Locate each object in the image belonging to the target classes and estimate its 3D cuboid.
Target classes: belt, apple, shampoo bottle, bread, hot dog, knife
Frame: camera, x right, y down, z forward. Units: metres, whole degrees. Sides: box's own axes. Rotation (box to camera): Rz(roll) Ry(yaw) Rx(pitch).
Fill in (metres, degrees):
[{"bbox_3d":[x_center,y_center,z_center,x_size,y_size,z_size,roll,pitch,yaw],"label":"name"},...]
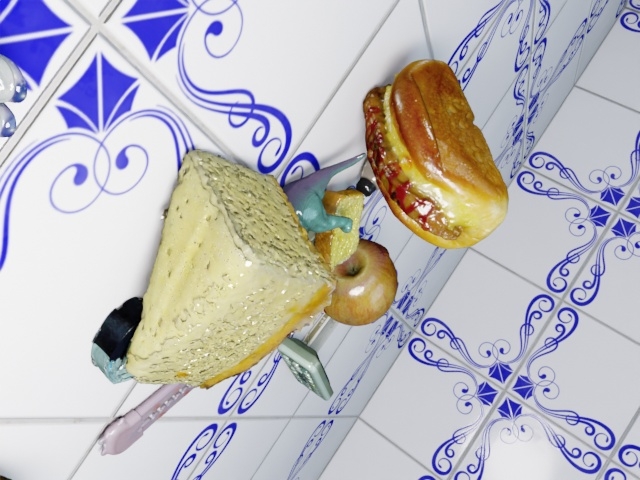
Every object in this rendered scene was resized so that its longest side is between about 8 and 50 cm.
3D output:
[{"bbox_3d":[-0.297,0.158,0.933,0.140,0.058,0.105,-61,154,10],"label":"belt"},{"bbox_3d":[0.084,0.101,1.453,0.211,0.211,0.188,-49,148,-21],"label":"apple"},{"bbox_3d":[0.170,-0.205,1.393,0.257,0.078,0.127,-53,162,-19],"label":"shampoo bottle"},{"bbox_3d":[-0.169,0.051,0.937,0.315,0.279,0.248,-32,156,24],"label":"bread"},{"bbox_3d":[0.202,-0.182,1.182,0.223,0.405,0.185,4,148,-36],"label":"hot dog"},{"bbox_3d":[0.038,-0.028,1.296,0.103,0.065,0.187,-28,130,-42],"label":"bread"},{"bbox_3d":[-0.269,0.289,1.188,0.398,0.038,0.132,-37,147,-40],"label":"knife"}]

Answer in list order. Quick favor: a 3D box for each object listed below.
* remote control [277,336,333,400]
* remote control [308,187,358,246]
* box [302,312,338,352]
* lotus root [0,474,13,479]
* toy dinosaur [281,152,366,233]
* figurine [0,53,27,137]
[{"bbox_3d":[-0.032,0.352,1.637,0.065,0.128,0.335,-50,157,-17],"label":"remote control"},{"bbox_3d":[0.000,0.000,1.365,0.285,0.038,0.123,-44,154,-30],"label":"remote control"},{"bbox_3d":[0.016,0.247,1.730,0.198,0.029,0.109,-52,157,-17],"label":"box"},{"bbox_3d":[-0.492,0.423,0.777,0.267,0.149,0.260,35,83,-50],"label":"lotus root"},{"bbox_3d":[-0.085,-0.041,1.084,0.331,0.129,0.383,21,100,-58],"label":"toy dinosaur"},{"bbox_3d":[-0.346,-0.095,0.430,0.274,0.133,0.194,-48,179,-37],"label":"figurine"}]
